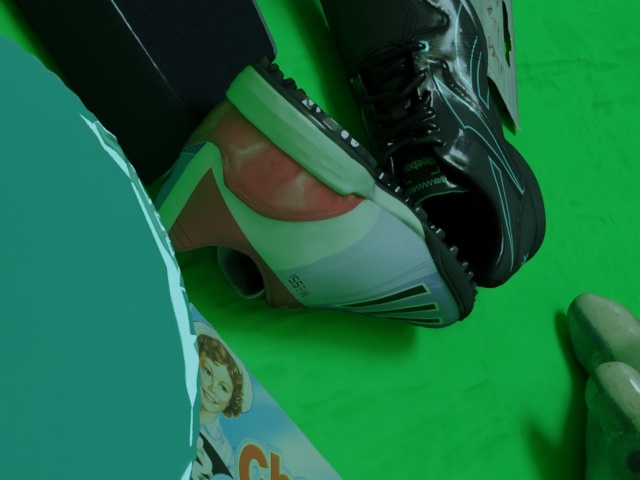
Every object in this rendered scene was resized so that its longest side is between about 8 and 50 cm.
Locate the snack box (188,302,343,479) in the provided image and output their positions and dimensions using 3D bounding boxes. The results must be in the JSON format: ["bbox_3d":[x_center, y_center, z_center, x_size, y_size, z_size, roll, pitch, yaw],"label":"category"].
[{"bbox_3d":[-0.020,0.210,1.053,0.322,0.060,0.187,51,35,-24],"label":"snack box"}]

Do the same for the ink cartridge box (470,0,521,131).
[{"bbox_3d":[0.100,-0.213,1.560,0.224,0.056,0.181,59,26,-49],"label":"ink cartridge box"}]

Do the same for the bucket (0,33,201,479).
[{"bbox_3d":[-0.192,0.049,0.780,0.281,0.183,0.281,35,42,-40],"label":"bucket"}]

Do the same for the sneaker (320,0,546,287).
[{"bbox_3d":[0.076,-0.088,1.359,0.267,0.101,0.106,60,25,-10],"label":"sneaker"}]

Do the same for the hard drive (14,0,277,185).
[{"bbox_3d":[-0.124,-0.176,1.165,0.254,0.054,0.172,58,32,-13],"label":"hard drive"}]

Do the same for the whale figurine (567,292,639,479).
[{"bbox_3d":[0.245,0.160,1.459,0.216,0.141,0.272,36,17,-40],"label":"whale figurine"}]

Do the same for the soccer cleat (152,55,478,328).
[{"bbox_3d":[0.000,0.000,1.212,0.108,0.116,0.318,45,2,29],"label":"soccer cleat"}]
